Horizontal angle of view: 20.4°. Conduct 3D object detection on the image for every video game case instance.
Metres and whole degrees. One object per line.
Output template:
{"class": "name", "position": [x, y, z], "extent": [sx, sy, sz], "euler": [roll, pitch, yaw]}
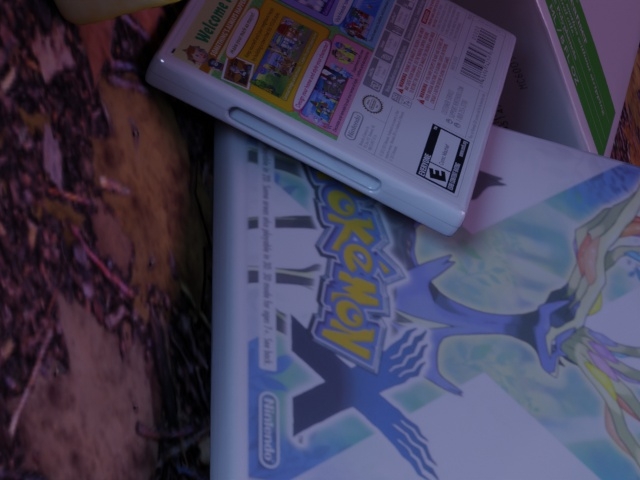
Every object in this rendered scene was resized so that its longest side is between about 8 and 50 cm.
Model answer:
{"class": "video game case", "position": [0.082, 0.060, 1.001], "extent": [0.300, 0.036, 0.329], "euler": [14, 50, -20]}
{"class": "video game case", "position": [0.014, -0.109, 1.054], "extent": [0.193, 0.023, 0.212], "euler": [27, 38, -4]}

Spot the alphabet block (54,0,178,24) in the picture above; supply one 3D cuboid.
{"class": "alphabet block", "position": [-0.056, -0.250, 0.891], "extent": [0.192, 0.193, 0.197], "euler": [-63, 137, -54]}

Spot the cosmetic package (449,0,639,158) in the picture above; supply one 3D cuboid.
{"class": "cosmetic package", "position": [0.149, -0.190, 1.404], "extent": [0.197, 0.155, 0.365], "euler": [66, 27, -24]}
